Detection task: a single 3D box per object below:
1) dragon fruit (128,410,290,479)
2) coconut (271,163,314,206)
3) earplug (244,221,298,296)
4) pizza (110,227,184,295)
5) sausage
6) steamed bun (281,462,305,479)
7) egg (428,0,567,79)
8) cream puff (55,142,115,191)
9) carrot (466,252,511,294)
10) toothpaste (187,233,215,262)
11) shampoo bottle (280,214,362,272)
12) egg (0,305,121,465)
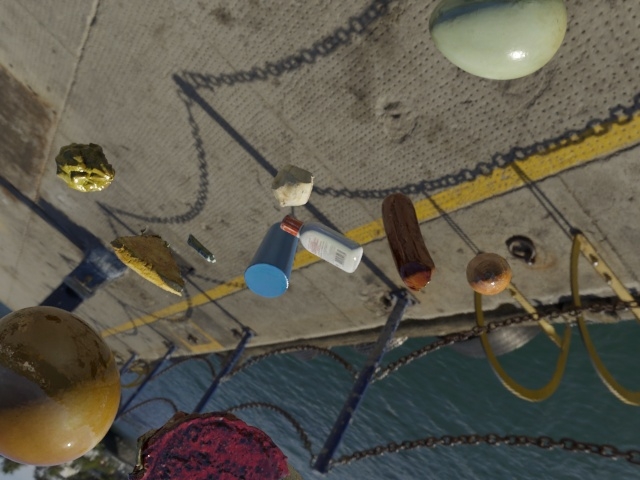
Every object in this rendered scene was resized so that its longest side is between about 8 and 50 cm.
[{"bbox_3d":[-0.244,0.411,0.891,0.152,0.317,0.204,-5,105,64],"label":"dragon fruit"},{"bbox_3d":[-0.129,-0.235,2.109,0.194,0.194,0.194,23,145,17],"label":"coconut"},{"bbox_3d":[-0.139,0.039,1.494,0.133,0.273,0.132,5,126,7],"label":"earplug"},{"bbox_3d":[-0.559,0.060,1.608,0.280,0.075,0.287,43,-172,-17],"label":"pizza"},{"bbox_3d":[0.207,-0.005,1.173,0.083,0.300,0.089,32,124,-34],"label":"sausage"},{"bbox_3d":[-0.128,0.802,1.375,0.324,0.206,0.324,48,174,7],"label":"steamed bun"},{"bbox_3d":[0.383,-0.470,1.044,0.296,0.218,0.218,3,143,-1],"label":"egg"},{"bbox_3d":[-0.614,-0.200,1.258,0.116,0.146,0.146,-20,121,28],"label":"cream puff"},{"bbox_3d":[0.590,0.114,1.655,0.159,0.159,0.225,23,-178,17],"label":"carrot"},{"bbox_3d":[-0.472,0.036,1.880,0.204,0.032,0.049,33,110,39],"label":"toothpaste"},{"bbox_3d":[0.000,0.000,1.212,0.221,0.051,0.108,29,146,14],"label":"shampoo bottle"},{"bbox_3d":[-0.596,0.309,1.036,0.351,0.283,0.282,61,150,17],"label":"egg"}]
